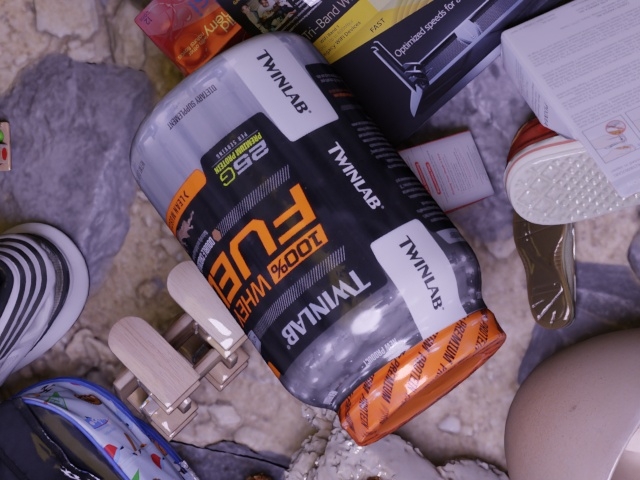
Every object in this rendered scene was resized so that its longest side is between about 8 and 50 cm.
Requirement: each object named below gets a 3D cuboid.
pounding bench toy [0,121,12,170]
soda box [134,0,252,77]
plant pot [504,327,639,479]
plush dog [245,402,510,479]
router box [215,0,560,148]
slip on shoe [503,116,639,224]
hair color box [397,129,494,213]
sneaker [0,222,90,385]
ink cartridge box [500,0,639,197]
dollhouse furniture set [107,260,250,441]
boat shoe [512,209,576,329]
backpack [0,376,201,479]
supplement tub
[{"bbox_3d":[-0.362,-0.114,1.745,0.052,0.065,0.083,-1,92,15],"label":"pounding bench toy"},{"bbox_3d":[-0.059,-0.279,1.653,0.263,0.083,0.092,-44,82,11],"label":"soda box"},{"bbox_3d":[0.281,0.196,1.522,0.191,0.284,0.284,26,100,47],"label":"plant pot"},{"bbox_3d":[0.030,0.285,1.618,0.262,0.210,0.225,38,123,9],"label":"plush dog"},{"bbox_3d":[0.082,-0.264,1.569,0.309,0.081,0.243,-41,111,12],"label":"router box"},{"bbox_3d":[0.334,-0.096,1.555,0.331,0.101,0.123,-10,127,4],"label":"slip on shoe"},{"bbox_3d":[0.101,-0.056,1.595,0.043,0.141,0.072,-24,86,45],"label":"hair color box"},{"bbox_3d":[-0.441,0.162,1.679,0.169,0.257,0.447,42,101,9],"label":"sneaker"},{"bbox_3d":[0.297,-0.140,1.504,0.189,0.066,0.232,-24,57,-6],"label":"ink cartridge box"},{"bbox_3d":[-0.128,0.051,1.628,0.161,0.212,0.242,44,76,7],"label":"dollhouse furniture set"},{"bbox_3d":[0.226,0.011,1.622,0.056,0.048,0.153,-12,83,23],"label":"boat shoe"},{"bbox_3d":[-0.253,0.272,1.660,0.276,0.213,0.263,-38,94,14],"label":"backpack"},{"bbox_3d":[0.000,0.000,1.460,0.207,0.207,0.338,-40,76,12],"label":"supplement tub"}]
